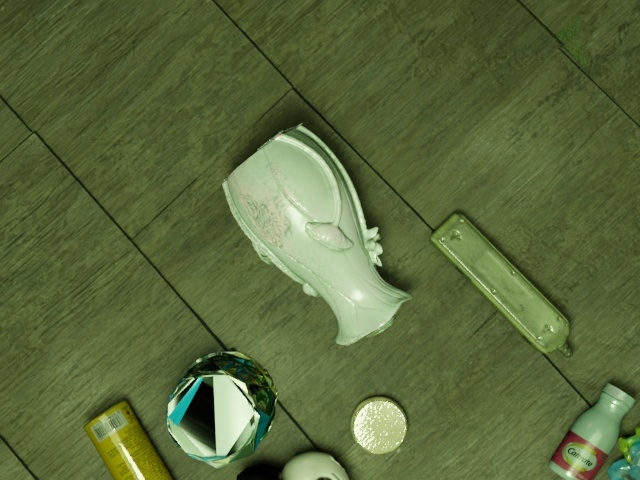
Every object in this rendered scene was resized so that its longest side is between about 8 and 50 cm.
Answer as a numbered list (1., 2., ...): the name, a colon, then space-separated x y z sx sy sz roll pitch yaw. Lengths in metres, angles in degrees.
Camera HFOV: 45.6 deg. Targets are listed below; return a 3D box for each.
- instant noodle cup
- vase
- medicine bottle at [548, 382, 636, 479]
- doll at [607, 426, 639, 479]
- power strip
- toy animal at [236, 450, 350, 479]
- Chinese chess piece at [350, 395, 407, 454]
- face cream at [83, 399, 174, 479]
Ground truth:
1. instant noodle cup: -0.210 0.349 1.571 0.240 0.178 0.240 0 87 2
2. vase: 0.000 0.000 1.570 0.250 0.250 0.445 -34 90 -1
3. medicine bottle: 0.566 0.404 1.580 0.090 0.090 0.216 33 87 4
4. doll: 0.763 0.444 1.570 0.341 0.099 0.346 -12 102 8
5. power strip: 0.395 0.104 1.626 0.092 0.066 0.387 -43 83 -3
6. toy animal: -0.048 0.530 1.556 0.235 0.165 0.187 -11 107 2
7. Chinese chess piece: 0.124 0.393 1.619 0.122 0.051 0.122 0 85 0
8. face cream: -0.365 0.511 1.602 0.105 0.105 0.348 -33 85 0
